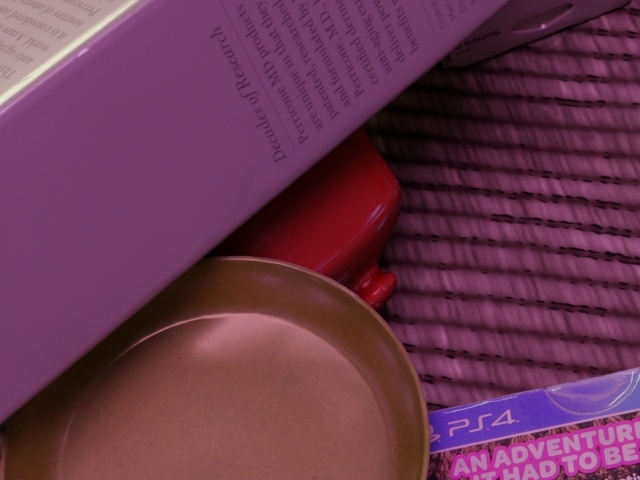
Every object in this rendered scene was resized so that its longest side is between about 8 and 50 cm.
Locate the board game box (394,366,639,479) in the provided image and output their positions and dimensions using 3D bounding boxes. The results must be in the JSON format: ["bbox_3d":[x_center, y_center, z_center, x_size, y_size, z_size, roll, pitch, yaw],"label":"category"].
[{"bbox_3d":[0.182,0.226,0.904,0.232,0.141,0.291,-14,61,16],"label":"board game box"}]

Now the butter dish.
[{"bbox_3d":[0.000,0.000,1.092,0.118,0.160,0.160,44,75,3],"label":"butter dish"}]

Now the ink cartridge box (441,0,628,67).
[{"bbox_3d":[0.119,-0.250,1.214,0.154,0.093,0.212,-21,63,-1],"label":"ink cartridge box"}]

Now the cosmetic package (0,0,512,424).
[{"bbox_3d":[-0.113,-0.116,1.015,0.453,0.161,0.230,-40,37,-18],"label":"cosmetic package"}]

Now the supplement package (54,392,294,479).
[{"bbox_3d":[-0.104,0.236,0.980,0.139,0.134,0.244,13,66,16],"label":"supplement package"}]

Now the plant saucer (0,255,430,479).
[{"bbox_3d":[-0.057,0.122,0.933,0.241,0.037,0.241,-4,61,8],"label":"plant saucer"}]
